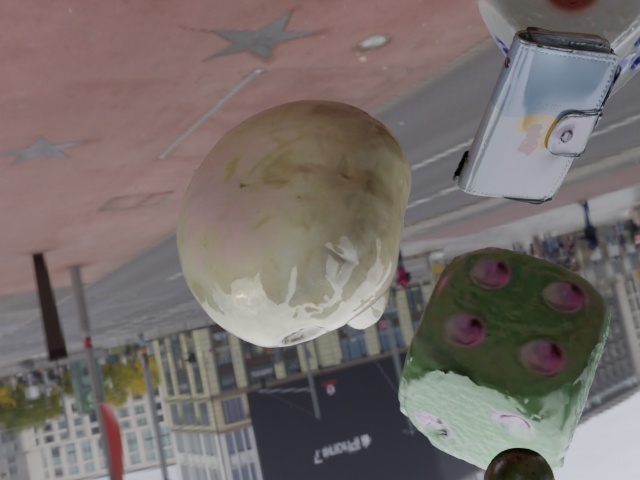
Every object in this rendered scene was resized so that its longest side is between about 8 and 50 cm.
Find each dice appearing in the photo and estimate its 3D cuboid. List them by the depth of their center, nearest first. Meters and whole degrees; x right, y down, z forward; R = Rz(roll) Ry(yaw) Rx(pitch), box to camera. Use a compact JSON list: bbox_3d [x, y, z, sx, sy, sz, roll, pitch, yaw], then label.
[{"bbox_3d":[0.427,-0.382,1.269,0.243,0.259,0.251,-39,161,9],"label":"dice"},{"bbox_3d":[0.346,0.231,1.437,0.330,0.322,0.318,17,143,21],"label":"dice"}]

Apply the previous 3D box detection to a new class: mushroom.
[{"bbox_3d":[-0.009,-0.024,1.057,0.353,0.353,0.325,-5,134,-49],"label":"mushroom"}]

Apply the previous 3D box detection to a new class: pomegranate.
[{"bbox_3d":[0.318,0.386,1.160,0.114,0.115,0.142,-9,-154,-23],"label":"pomegranate"}]

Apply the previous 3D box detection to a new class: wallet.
[{"bbox_3d":[0.280,-0.159,0.986,0.170,0.069,0.231,4,127,-18],"label":"wallet"}]
